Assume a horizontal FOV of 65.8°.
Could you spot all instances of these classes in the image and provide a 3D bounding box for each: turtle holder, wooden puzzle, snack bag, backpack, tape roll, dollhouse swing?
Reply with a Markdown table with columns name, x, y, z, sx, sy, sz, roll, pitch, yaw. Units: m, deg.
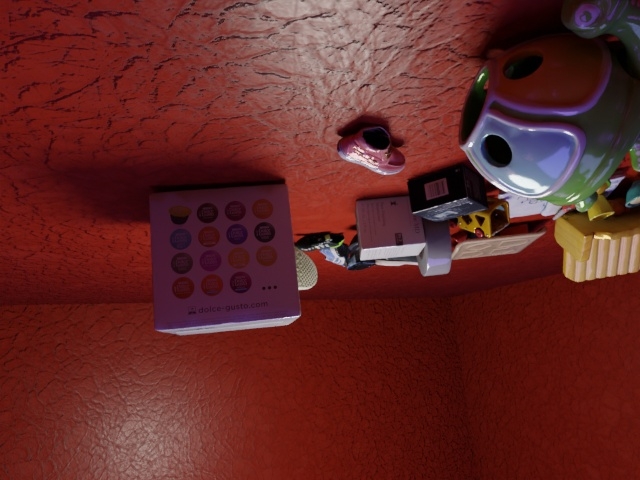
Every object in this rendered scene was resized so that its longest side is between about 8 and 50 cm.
| name | x | y | z | sx | sy | sz | roll | pitch | yaw |
| --- | --- | --- | --- | --- | --- | --- | --- | --- | --- |
| turtle holder | 0.344 | -0.189 | 0.724 | 0.227 | 0.244 | 0.320 | 12 | 175 | 0 |
| wooden puzzle | 0.684 | 0.006 | 1.986 | 0.347 | 0.081 | 0.322 | -11 | 166 | 4 |
| snack bag | 0.713 | -0.125 | 1.534 | 0.342 | 0.037 | 0.323 | -8 | 166 | 14 |
| backpack | 0.162 | 0.078 | 2.043 | 0.104 | 0.084 | 0.114 | 3 | 159 | -29 |
| tape roll | 0.334 | -0.004 | 1.494 | 0.072 | 0.219 | 0.219 | -7 | 166 | 1 |
| dollhouse swing | 0.994 | 0.040 | 1.622 | 0.346 | 0.305 | 0.315 | -11 | -161 | 8 |

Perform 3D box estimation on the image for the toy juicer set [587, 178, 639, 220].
| name | x | y | z | sx | sy | sz | roll | pitch | yaw |
| --- | --- | --- | --- | --- | --- | --- | --- | --- | --- |
| toy juicer set | 0.960 | -0.132 | 1.418 | 0.209 | 0.090 | 0.329 | 1 | 157 | -40 |

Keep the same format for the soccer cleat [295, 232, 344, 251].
| name | x | y | z | sx | sy | sz | roll | pitch | yaw |
| --- | --- | --- | --- | --- | --- | --- | --- | --- | --- |
| soccer cleat | 0.000 | 0.000 | 1.745 | 0.178 | 0.060 | 0.072 | -6 | 158 | -25 |

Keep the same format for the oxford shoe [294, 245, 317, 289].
| name | x | y | z | sx | sy | sz | roll | pitch | yaw |
| --- | --- | --- | --- | --- | --- | --- | --- | --- | --- |
| oxford shoe | -0.204 | 0.085 | 1.783 | 0.449 | 0.169 | 0.130 | 14 | 154 | -36 |

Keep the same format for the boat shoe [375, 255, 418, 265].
| name | x | y | z | sx | sy | sz | roll | pitch | yaw |
| --- | --- | --- | --- | --- | --- | --- | --- | --- | --- |
| boat shoe | 0.363 | 0.052 | 2.003 | 0.302 | 0.091 | 0.114 | 0 | -175 | -26 |

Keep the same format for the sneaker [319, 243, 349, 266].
| name | x | y | z | sx | sy | sz | roll | pitch | yaw |
| --- | --- | --- | --- | --- | --- | --- | --- | --- | --- |
| sneaker | 0.061 | 0.049 | 1.935 | 0.081 | 0.080 | 0.211 | -3 | 158 | 19 |

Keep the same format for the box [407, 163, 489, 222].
| name | x | y | z | sx | sy | sz | roll | pitch | yaw |
| --- | --- | --- | --- | --- | --- | --- | --- | --- | --- |
| box | 0.337 | -0.119 | 1.300 | 0.155 | 0.093 | 0.158 | -15 | 164 | 35 |

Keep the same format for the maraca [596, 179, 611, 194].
| name | x | y | z | sx | sy | sz | roll | pitch | yaw |
| --- | --- | --- | --- | --- | --- | --- | --- | --- | --- |
| maraca | 0.631 | -0.159 | 1.251 | 0.185 | 0.099 | 0.127 | 16 | 169 | 30 |

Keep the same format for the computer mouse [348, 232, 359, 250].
| name | x | y | z | sx | sy | sz | roll | pitch | yaw |
| --- | --- | --- | --- | --- | --- | --- | --- | --- | --- |
| computer mouse | 0.211 | -0.014 | 1.760 | 0.261 | 0.060 | 0.184 | -15 | 163 | -9 |

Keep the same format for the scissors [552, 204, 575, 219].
| name | x | y | z | sx | sy | sz | roll | pitch | yaw |
| --- | --- | --- | --- | --- | --- | --- | --- | --- | --- |
| scissors | 0.774 | -0.102 | 1.530 | 0.108 | 0.021 | 0.297 | -13 | 164 | 22 |

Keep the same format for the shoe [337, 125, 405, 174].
| name | x | y | z | sx | sy | sz | roll | pitch | yaw |
| --- | --- | --- | --- | --- | --- | --- | --- | --- | --- |
| shoe | 0.126 | -0.183 | 1.016 | 0.177 | 0.064 | 0.081 | 10 | 165 | -34 |

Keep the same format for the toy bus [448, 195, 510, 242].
| name | x | y | z | sx | sy | sz | roll | pitch | yaw |
| --- | --- | --- | --- | --- | --- | --- | --- | --- | --- |
| toy bus | 0.442 | -0.089 | 1.428 | 0.202 | 0.105 | 0.191 | -7 | -150 | 13 |

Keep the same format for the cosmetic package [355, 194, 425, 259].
| name | x | y | z | sx | sy | sz | roll | pitch | yaw |
| --- | --- | --- | --- | --- | --- | --- | --- | --- | --- |
| cosmetic package | 0.201 | -0.035 | 1.465 | 0.183 | 0.152 | 0.151 | -7 | 166 | 1 |

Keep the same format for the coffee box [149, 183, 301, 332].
| name | x | y | z | sx | sy | sz | roll | pitch | yaw |
| --- | --- | --- | --- | --- | --- | --- | --- | --- | --- |
| coffee box | -0.245 | 0.064 | 1.316 | 0.337 | 0.335 | 0.338 | -4 | 168 | -8 |
